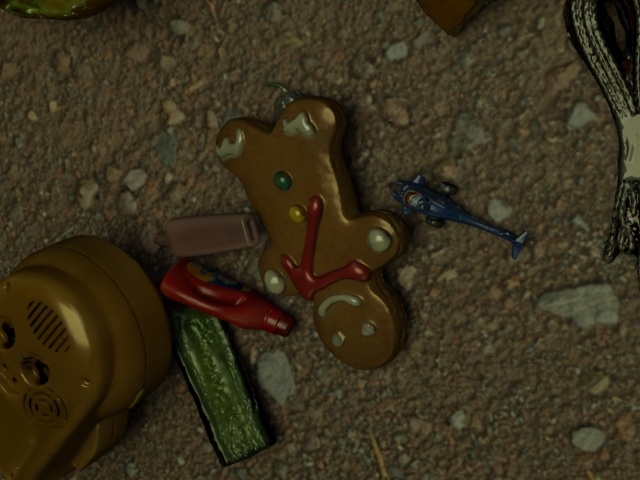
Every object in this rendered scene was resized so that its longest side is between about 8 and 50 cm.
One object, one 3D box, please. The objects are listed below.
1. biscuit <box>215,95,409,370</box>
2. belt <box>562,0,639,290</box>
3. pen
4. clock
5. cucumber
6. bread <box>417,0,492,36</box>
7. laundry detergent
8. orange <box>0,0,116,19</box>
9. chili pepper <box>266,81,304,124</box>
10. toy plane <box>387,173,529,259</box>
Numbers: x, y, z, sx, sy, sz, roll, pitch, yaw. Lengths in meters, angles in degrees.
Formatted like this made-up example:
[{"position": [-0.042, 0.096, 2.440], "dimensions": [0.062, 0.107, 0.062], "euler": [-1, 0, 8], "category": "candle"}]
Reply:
[{"position": [0.000, 0.000, 1.267], "dimensions": [0.216, 0.047, 0.339], "euler": [-15, 99, 38], "category": "biscuit"}, {"position": [0.331, -0.116, 1.105], "dimensions": [0.126, 0.094, 0.359], "euler": [-12, 94, 21], "category": "belt"}, {"position": [-0.149, -0.005, 1.343], "dimensions": [0.197, 0.032, 0.053], "euler": [-4, 105, 45], "category": "pen"}, {"position": [-0.329, 0.146, 1.354], "dimensions": [0.244, 0.200, 0.317], "euler": [47, 126, 8], "category": "clock"}, {"position": [-0.133, 0.180, 1.376], "dimensions": [0.078, 0.062, 0.211], "euler": [-23, 80, -13], "category": "cucumber"}, {"position": [0.178, -0.331, 1.119], "dimensions": [0.260, 0.134, 0.129], "euler": [-39, 82, 24], "category": "bread"}, {"position": [-0.111, 0.077, 1.329], "dimensions": [0.165, 0.097, 0.049], "euler": [23, 108, 9], "category": "laundry detergent"}, {"position": [-0.336, -0.399, 1.305], "dimensions": [0.335, 0.196, 0.262], "euler": [13, 88, 18], "category": "orange"}, {"position": [-0.021, -0.125, 1.288], "dimensions": [0.050, 0.041, 0.153], "euler": [-26, 86, 58], "category": "chili pepper"}, {"position": [0.152, -0.029, 1.217], "dimensions": [0.167, 0.062, 0.054], "euler": [24, 106, 9], "category": "toy plane"}]
